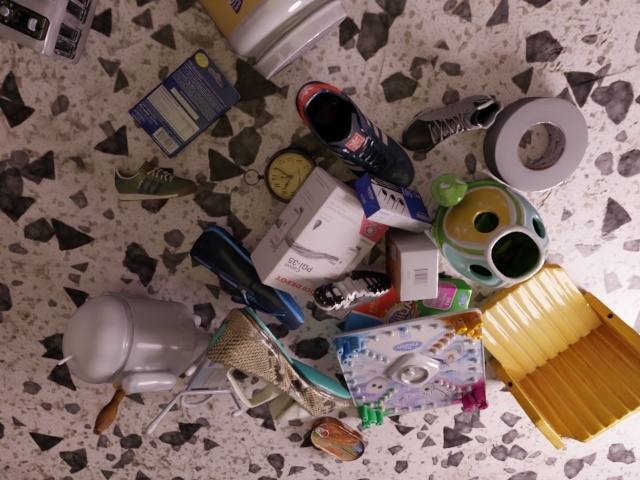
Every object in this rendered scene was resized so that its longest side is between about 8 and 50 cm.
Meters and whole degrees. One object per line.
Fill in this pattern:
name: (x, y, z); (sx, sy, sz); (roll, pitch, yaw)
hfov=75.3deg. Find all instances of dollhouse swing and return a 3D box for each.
dollhouse swing: (0.633, 0.294, 1.089); (0.347, 0.315, 0.305); (-40, 127, 12)

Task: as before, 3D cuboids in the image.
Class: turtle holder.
turtle holder: (0.400, -0.036, 0.977); (0.243, 0.227, 0.320); (-17, 110, 5)

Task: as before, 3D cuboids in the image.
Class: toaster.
toaster: (-0.541, -0.453, 0.819); (0.110, 0.186, 0.168); (23, 100, -13)

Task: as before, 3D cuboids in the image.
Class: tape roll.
tape roll: (0.512, -0.229, 0.994); (0.219, 0.072, 0.219); (-1, 110, -1)

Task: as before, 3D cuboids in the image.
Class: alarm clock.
alarm clock: (-0.088, -0.156, 0.998); (0.192, 0.064, 0.129); (-3, 111, -5)

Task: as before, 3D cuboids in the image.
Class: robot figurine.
robot figurine: (-0.450, 0.239, 1.007); (0.353, 0.300, 0.200); (18, 113, -50)

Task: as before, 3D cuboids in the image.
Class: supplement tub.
supplement tub: (-0.124, -0.506, 0.774); (0.241, 0.241, 0.331); (-35, 108, 10)

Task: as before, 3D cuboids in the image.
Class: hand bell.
hand bell: (-0.533, 0.409, 1.092); (0.126, 0.242, 0.126); (-1, 110, -2)

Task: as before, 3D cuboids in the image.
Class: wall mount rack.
wall mount rack: (-0.286, 0.367, 1.090); (0.304, 0.130, 0.350); (17, 113, -47)

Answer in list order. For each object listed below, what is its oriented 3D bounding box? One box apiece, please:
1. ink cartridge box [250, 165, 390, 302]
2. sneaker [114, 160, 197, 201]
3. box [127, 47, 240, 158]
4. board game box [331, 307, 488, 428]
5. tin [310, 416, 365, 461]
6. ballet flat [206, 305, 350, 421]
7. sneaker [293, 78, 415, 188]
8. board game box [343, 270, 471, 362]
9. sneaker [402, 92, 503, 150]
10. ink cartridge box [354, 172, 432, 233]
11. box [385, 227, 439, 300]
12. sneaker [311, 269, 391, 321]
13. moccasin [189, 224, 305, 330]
ink cartridge box: (0.000, 0.000, 0.998); (0.207, 0.117, 0.283); (27, 108, -37)
sneaker: (-0.398, -0.146, 0.987); (0.192, 0.064, 0.086); (-4, 115, 2)
box: (-0.305, -0.310, 0.946); (0.225, 0.036, 0.136); (-35, 108, 11)
board game box: (0.263, 0.376, 1.155); (0.389, 0.050, 0.390); (-13, 123, 7)
tin: (0.054, 0.627, 1.308); (0.189, 0.040, 0.106); (37, 101, -14)
ballet flat: (-0.108, 0.351, 1.048); (0.182, 0.164, 0.483); (-49, 127, -11)
sneaker: (0.084, -0.218, 0.936); (0.350, 0.148, 0.131); (35, 105, -16)
board game box: (0.230, 0.216, 1.148); (0.316, 0.064, 0.242); (5, 110, -4)
sneaker: (0.300, -0.268, 0.937); (0.228, 0.132, 0.086); (-27, 109, 7)
ink cartridge box: (0.173, -0.082, 0.961); (0.207, 0.097, 0.046); (11, 144, -44)
box: (0.222, 0.052, 1.031); (0.091, 0.170, 0.130); (-5, 110, -2)
sneaker: (0.070, 0.140, 1.018); (0.234, 0.078, 0.106); (-12, 143, -33)
moccasin: (-0.187, 0.112, 1.067); (0.117, 0.138, 0.342); (-44, 93, 0)
